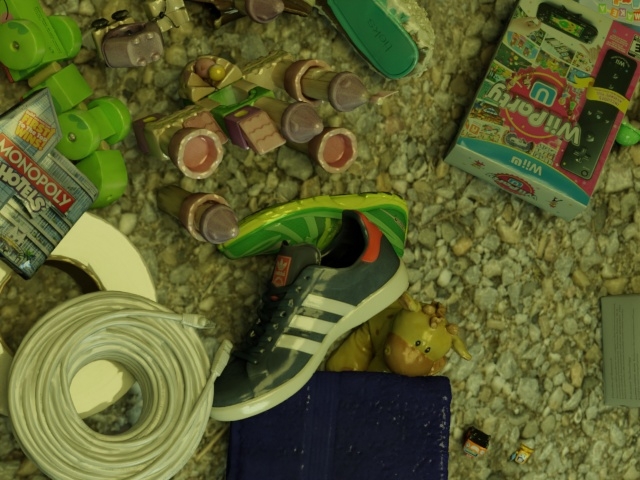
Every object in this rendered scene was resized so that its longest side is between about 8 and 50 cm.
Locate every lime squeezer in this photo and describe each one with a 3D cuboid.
[{"bbox_3d":[0.477,-0.152,2.106,0.310,0.059,0.110,-9,88,-24],"label":"lime squeezer"}]

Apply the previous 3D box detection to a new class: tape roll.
[{"bbox_3d":[-0.359,0.095,1.702,0.286,0.100,0.286,2,85,-22],"label":"tape roll"}]

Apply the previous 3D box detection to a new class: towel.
[{"bbox_3d":[0.025,0.289,1.779,0.308,0.076,0.227,1,70,9],"label":"towel"}]

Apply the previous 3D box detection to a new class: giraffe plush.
[{"bbox_3d":[0.128,0.149,1.866,0.181,0.170,0.210,13,80,-21],"label":"giraffe plush"}]

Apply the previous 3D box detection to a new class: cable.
[{"bbox_3d":[-0.262,0.190,1.624,0.257,0.089,0.257,22,71,-16],"label":"cable"}]

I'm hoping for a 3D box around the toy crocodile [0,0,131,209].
[{"bbox_3d":[-0.356,-0.201,1.735,0.340,0.105,0.115,60,26,-7],"label":"toy crocodile"}]

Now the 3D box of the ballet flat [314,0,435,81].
[{"bbox_3d":[0.026,-0.411,1.916,0.147,0.147,0.409,-45,105,-20],"label":"ballet flat"}]

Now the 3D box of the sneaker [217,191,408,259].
[{"bbox_3d":[0.000,0.000,1.859,0.296,0.109,0.123,-7,86,-23],"label":"sneaker"}]

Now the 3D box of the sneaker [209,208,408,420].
[{"bbox_3d":[-0.043,0.089,1.747,0.350,0.131,0.148,-42,119,-25],"label":"sneaker"}]

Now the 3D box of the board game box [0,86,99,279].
[{"bbox_3d":[-0.368,-0.084,1.614,0.194,0.060,0.194,44,71,-23],"label":"board game box"}]

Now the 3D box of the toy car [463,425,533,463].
[{"bbox_3d":[0.267,0.324,1.975,0.122,0.060,0.040,24,108,-13],"label":"toy car"}]

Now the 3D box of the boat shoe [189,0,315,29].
[{"bbox_3d":[-0.137,-0.345,1.851,0.257,0.095,0.095,13,94,-16],"label":"boat shoe"}]

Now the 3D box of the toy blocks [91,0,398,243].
[{"bbox_3d":[-0.089,-0.176,1.706,0.289,0.260,0.309,-29,119,-23],"label":"toy blocks"}]

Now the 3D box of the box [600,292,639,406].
[{"bbox_3d":[0.555,0.173,2.075,0.181,0.119,0.182,0,86,-23],"label":"box"}]

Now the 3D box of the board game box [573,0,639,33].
[{"bbox_3d":[0.489,-0.458,2.148,0.160,0.039,0.211,8,83,-23],"label":"board game box"}]

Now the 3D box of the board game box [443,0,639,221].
[{"bbox_3d":[0.353,-0.214,2.010,0.224,0.097,0.303,25,75,-1],"label":"board game box"}]
